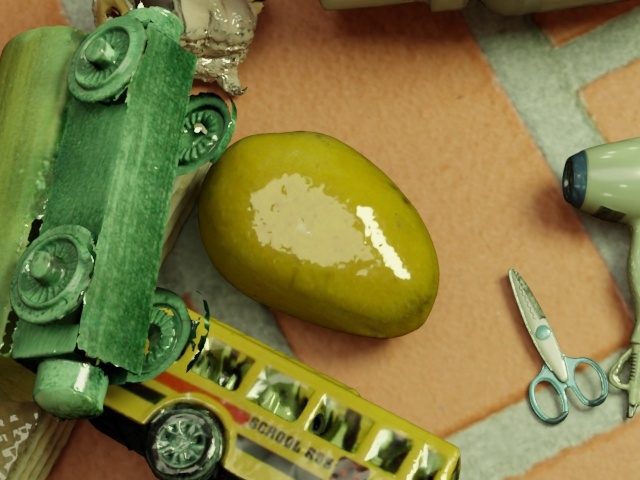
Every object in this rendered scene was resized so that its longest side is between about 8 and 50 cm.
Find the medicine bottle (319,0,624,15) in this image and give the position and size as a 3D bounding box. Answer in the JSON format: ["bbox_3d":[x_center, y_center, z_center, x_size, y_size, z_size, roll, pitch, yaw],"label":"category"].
[{"bbox_3d":[0.138,-0.287,1.051,0.306,0.245,0.245,-8,70,4],"label":"medicine bottle"}]

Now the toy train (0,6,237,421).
[{"bbox_3d":[-0.165,-0.016,0.969,0.189,0.126,0.307,-16,55,37],"label":"toy train"}]

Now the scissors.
[{"bbox_3d":[0.165,0.073,1.043,0.058,0.014,0.119,-25,70,9],"label":"scissors"}]

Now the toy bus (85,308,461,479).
[{"bbox_3d":[-0.011,0.158,0.979,0.335,0.121,0.123,25,68,15],"label":"toy bus"}]

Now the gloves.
[{"bbox_3d":[-0.111,-0.175,1.108,0.094,0.144,0.110,-27,62,40],"label":"gloves"}]

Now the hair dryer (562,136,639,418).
[{"bbox_3d":[0.274,0.016,1.039,0.167,0.067,0.199,-11,81,-4],"label":"hair dryer"}]

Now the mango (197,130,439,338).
[{"bbox_3d":[0.000,0.000,1.045,0.195,0.098,0.137,42,77,10],"label":"mango"}]

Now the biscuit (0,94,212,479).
[{"bbox_3d":[-0.222,0.061,1.053,0.144,0.078,0.426,24,74,15],"label":"biscuit"}]
